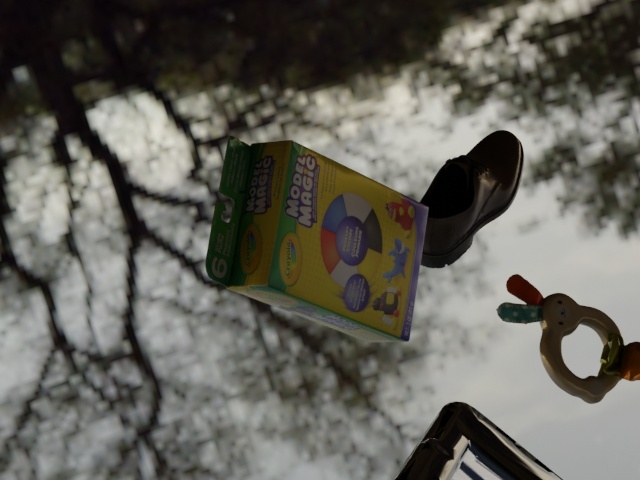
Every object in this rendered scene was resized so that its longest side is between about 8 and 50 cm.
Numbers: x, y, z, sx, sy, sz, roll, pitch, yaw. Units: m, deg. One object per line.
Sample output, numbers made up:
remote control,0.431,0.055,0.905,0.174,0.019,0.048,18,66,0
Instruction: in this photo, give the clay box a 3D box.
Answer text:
clay box,0.000,0.000,1.534,0.053,0.127,0.222,-3,163,40

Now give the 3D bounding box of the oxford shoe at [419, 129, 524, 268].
oxford shoe,0.186,-0.070,2.198,0.083,0.096,0.227,20,-130,21

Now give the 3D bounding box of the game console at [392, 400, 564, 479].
game console,0.204,0.270,1.393,0.060,0.342,0.386,-47,175,11

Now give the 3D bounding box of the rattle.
rattle,0.340,0.117,2.377,0.130,0.199,0.143,-39,-173,-9
